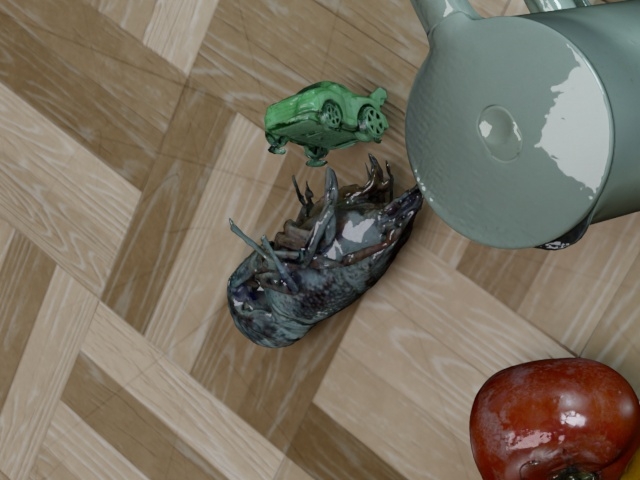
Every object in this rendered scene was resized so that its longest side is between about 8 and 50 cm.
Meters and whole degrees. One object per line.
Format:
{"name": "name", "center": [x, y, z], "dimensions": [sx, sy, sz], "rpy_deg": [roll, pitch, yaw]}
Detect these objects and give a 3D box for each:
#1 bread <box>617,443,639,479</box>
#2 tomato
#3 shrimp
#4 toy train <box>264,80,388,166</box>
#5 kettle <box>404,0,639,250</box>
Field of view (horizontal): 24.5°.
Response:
{"name": "bread", "center": [0.383, 0.212, 1.364], "dimensions": [0.142, 0.195, 0.269], "rpy_deg": [42, 124, 29]}
{"name": "tomato", "center": [0.241, 0.199, 1.490], "dimensions": [0.187, 0.151, 0.187], "rpy_deg": [-1, 124, -2]}
{"name": "shrimp", "center": [-0.001, 0.001, 1.599], "dimensions": [0.137, 0.172, 0.372], "rpy_deg": [54, 130, 20]}
{"name": "toy train", "center": [0.007, -0.133, 1.569], "dimensions": [0.099, 0.149, 0.081], "rpy_deg": [-18, 69, 36]}
{"name": "kettle", "center": [0.230, -0.140, 1.323], "dimensions": [0.205, 0.318, 0.265], "rpy_deg": [4, 102, 35]}
